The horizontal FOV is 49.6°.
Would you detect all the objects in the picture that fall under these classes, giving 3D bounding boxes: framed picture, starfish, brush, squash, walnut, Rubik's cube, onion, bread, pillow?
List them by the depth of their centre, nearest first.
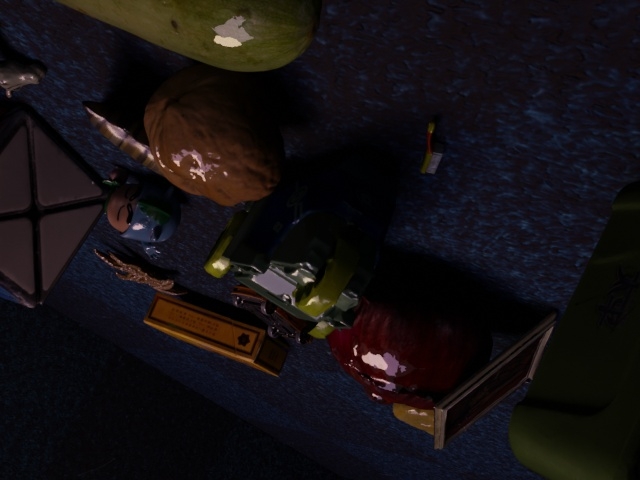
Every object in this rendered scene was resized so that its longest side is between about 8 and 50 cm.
[{"bbox_3d":[-0.167,-0.240,0.583,0.370,0.118,0.118,24,158,16],"label":"squash"},{"bbox_3d":[0.116,-0.096,0.708,0.021,0.019,0.083,12,155,8],"label":"brush"},{"bbox_3d":[-0.111,-0.116,0.756,0.166,0.149,0.166,41,-172,-7],"label":"walnut"},{"bbox_3d":[-0.206,-0.113,0.898,0.212,0.052,0.208,35,-178,-15],"label":"pillow"},{"bbox_3d":[0.124,0.150,1.011,0.246,0.190,0.246,23,174,3],"label":"onion"},{"bbox_3d":[0.253,0.219,1.019,0.016,0.216,0.273,49,170,27],"label":"framed picture"},{"bbox_3d":[-0.566,-0.069,1.189,0.259,0.255,0.260,14,153,30],"label":"Rubik's cube"},{"bbox_3d":[0.239,0.352,1.463,0.156,0.086,0.125,31,147,-21],"label":"bread"},{"bbox_3d":[-0.418,0.075,1.606,0.240,0.043,0.227,-5,143,49],"label":"starfish"}]

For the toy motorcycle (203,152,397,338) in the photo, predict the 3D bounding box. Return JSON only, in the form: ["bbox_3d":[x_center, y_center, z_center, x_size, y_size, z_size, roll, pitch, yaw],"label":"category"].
[{"bbox_3d":[0.000,0.000,0.836,0.191,0.200,0.326,33,167,-12],"label":"toy motorcycle"}]

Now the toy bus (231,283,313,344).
[{"bbox_3d":[-0.079,0.121,1.292,0.083,0.088,0.194,9,154,35],"label":"toy bus"}]

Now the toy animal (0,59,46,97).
[{"bbox_3d":[-0.458,-0.271,0.856,0.170,0.090,0.255,4,146,48],"label":"toy animal"}]

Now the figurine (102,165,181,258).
[{"bbox_3d":[-0.309,-0.047,1.163,0.144,0.114,0.178,32,165,-9],"label":"figurine"}]

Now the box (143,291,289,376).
[{"bbox_3d":[-0.244,0.226,1.659,0.301,0.084,0.193,16,166,21],"label":"box"}]

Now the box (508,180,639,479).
[{"bbox_3d":[0.321,0.104,0.560,0.253,0.329,0.178,36,168,-18],"label":"box"}]
